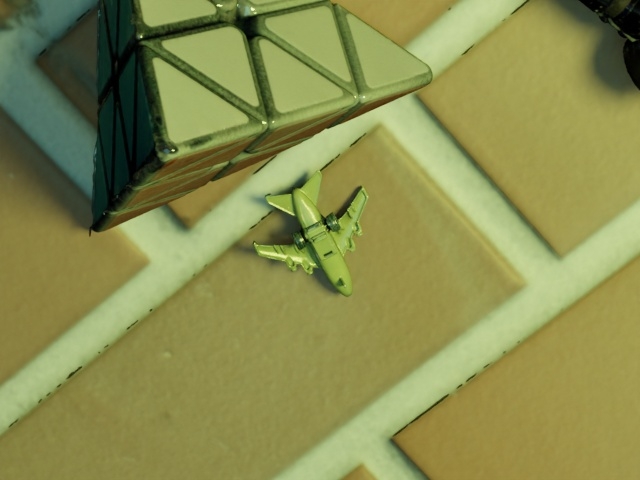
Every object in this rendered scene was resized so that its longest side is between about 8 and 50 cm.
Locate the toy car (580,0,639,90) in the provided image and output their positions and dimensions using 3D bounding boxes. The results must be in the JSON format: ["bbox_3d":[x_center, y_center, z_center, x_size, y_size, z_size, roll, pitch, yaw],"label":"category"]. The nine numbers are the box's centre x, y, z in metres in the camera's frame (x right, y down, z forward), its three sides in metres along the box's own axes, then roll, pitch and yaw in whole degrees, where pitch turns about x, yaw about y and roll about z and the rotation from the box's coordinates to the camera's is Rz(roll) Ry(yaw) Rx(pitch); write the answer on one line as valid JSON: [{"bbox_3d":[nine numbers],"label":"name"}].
[{"bbox_3d":[0.254,-0.215,1.219,0.301,0.118,0.193,34,138,-11],"label":"toy car"}]

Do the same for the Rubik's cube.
[{"bbox_3d":[-0.092,-0.121,1.270,0.228,0.233,0.228,19,160,34],"label":"Rubik's cube"}]

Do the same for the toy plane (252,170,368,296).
[{"bbox_3d":[0.000,0.000,1.364,0.102,0.040,0.111,-26,105,2],"label":"toy plane"}]
